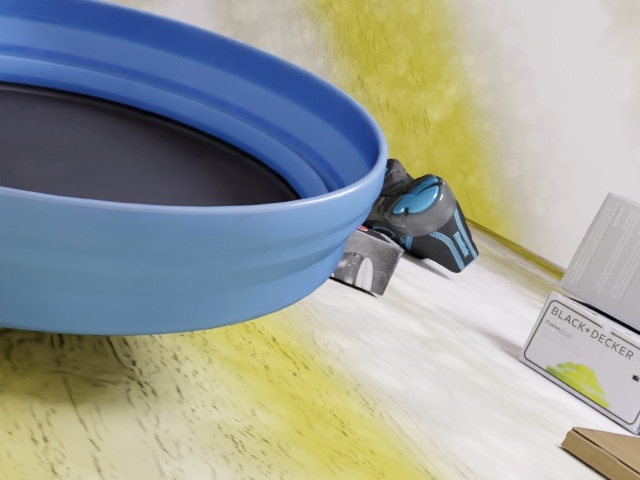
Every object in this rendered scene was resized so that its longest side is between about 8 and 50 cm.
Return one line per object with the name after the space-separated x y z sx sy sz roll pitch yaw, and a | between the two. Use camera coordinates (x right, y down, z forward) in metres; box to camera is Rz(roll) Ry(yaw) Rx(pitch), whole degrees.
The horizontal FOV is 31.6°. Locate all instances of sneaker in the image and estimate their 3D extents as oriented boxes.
0.127 -0.033 1.748 0.140 0.125 0.341 53 -5 -20 | sneaker

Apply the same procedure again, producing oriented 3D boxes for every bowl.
-0.158 -0.065 0.650 0.391 0.077 0.391 13 22 -5 | bowl

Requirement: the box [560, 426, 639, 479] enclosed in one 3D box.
0.315 0.217 0.919 0.164 0.021 0.201 18 11 -48 | box

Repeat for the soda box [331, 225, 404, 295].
0.000 0.000 1.180 0.169 0.060 0.053 22 8 -27 | soda box

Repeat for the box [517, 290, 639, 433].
0.374 0.153 1.294 0.169 0.087 0.290 33 10 40 | box

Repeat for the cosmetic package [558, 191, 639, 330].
0.398 0.053 1.244 0.238 0.127 0.107 31 9 15 | cosmetic package
